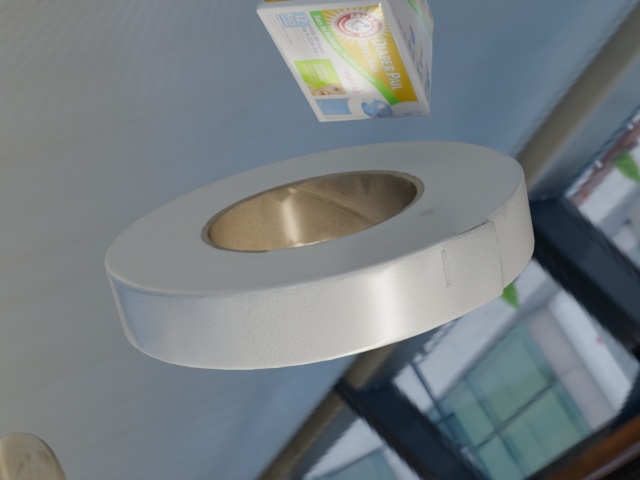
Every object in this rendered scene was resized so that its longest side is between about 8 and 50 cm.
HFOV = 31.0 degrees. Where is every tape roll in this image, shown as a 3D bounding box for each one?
[{"bbox_3d":[0.000,0.000,1.051,0.392,0.072,0.392,-11,-161,4],"label":"tape roll"}]

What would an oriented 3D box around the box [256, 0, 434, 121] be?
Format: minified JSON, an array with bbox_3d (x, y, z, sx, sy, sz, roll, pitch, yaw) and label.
[{"bbox_3d":[0.029,-0.198,1.023,0.114,0.103,0.203,-2,158,17],"label":"box"}]

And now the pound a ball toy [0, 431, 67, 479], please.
[{"bbox_3d":[-0.014,0.222,0.548,0.319,0.135,0.208,8,119,-9],"label":"pound a ball toy"}]
